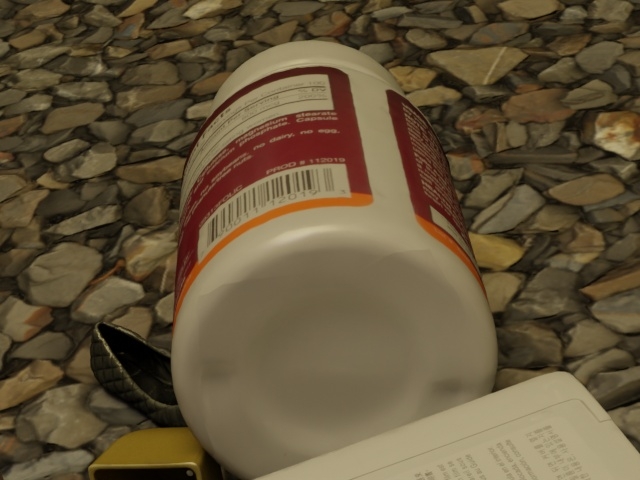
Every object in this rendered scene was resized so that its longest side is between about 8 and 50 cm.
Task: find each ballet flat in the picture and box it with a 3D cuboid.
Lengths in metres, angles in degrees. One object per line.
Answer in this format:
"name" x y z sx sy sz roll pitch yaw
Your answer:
"ballet flat" -0.127 0.111 1.227 0.173 0.049 0.057 17 42 39

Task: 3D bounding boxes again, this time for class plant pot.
"plant pot" -0.106 0.173 1.095 0.081 0.081 0.083 -3 22 15

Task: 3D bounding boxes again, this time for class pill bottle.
"pill bottle" 0.000 0.000 1.187 0.224 0.224 0.392 -11 28 3

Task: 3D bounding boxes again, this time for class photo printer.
"photo printer" 0.068 0.219 0.926 0.307 0.107 0.256 -19 32 -10

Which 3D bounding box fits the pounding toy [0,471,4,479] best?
"pounding toy" -0.312 0.202 1.095 0.141 0.100 0.130 -9 31 5
